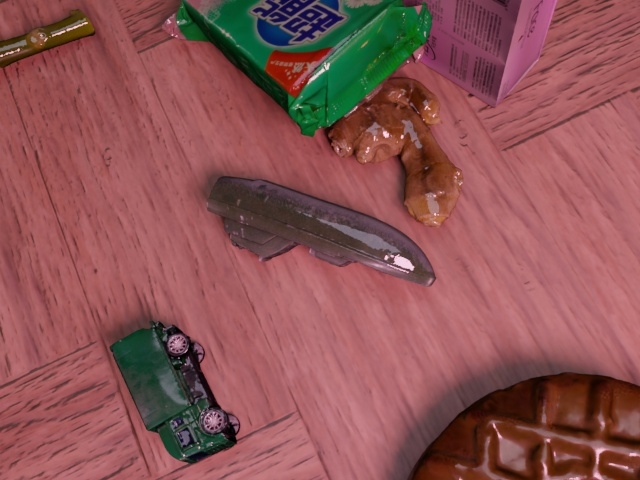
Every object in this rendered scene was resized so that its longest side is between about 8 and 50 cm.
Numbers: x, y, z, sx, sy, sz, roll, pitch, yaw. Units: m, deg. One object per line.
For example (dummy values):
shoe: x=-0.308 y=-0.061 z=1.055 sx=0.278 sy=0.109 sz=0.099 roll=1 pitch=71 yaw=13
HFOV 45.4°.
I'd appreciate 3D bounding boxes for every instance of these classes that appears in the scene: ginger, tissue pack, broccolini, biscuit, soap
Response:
ginger: x=0.081 y=-0.104 z=0.864 sx=0.133 sy=0.059 sz=0.214 roll=-10 pitch=69 yaw=-6
tissue pack: x=0.167 y=-0.270 z=0.814 sx=0.148 sy=0.246 sz=0.092 roll=37 pitch=77 yaw=17
broccolini: x=-0.476 y=-0.204 z=0.966 sx=0.392 sy=0.079 sz=0.074 roll=-24 pitch=58 yaw=-11
biscuit: x=0.231 y=0.277 z=0.668 sx=0.332 sy=0.103 sz=0.332 roll=-5 pitch=66 yaw=12
soap: x=-0.032 y=-0.243 z=0.868 sx=0.218 sy=0.098 sz=0.273 roll=-43 pitch=52 yaw=0

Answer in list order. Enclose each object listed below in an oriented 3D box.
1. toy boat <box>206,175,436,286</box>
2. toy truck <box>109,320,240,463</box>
toy boat: x=0.000 y=0.000 z=0.825 sx=0.260 sy=0.078 sz=0.085 roll=19 pitch=97 yaw=14
toy truck: x=-0.145 y=0.156 z=0.785 sx=0.079 sy=0.065 sz=0.147 roll=-31 pitch=70 yaw=-4
